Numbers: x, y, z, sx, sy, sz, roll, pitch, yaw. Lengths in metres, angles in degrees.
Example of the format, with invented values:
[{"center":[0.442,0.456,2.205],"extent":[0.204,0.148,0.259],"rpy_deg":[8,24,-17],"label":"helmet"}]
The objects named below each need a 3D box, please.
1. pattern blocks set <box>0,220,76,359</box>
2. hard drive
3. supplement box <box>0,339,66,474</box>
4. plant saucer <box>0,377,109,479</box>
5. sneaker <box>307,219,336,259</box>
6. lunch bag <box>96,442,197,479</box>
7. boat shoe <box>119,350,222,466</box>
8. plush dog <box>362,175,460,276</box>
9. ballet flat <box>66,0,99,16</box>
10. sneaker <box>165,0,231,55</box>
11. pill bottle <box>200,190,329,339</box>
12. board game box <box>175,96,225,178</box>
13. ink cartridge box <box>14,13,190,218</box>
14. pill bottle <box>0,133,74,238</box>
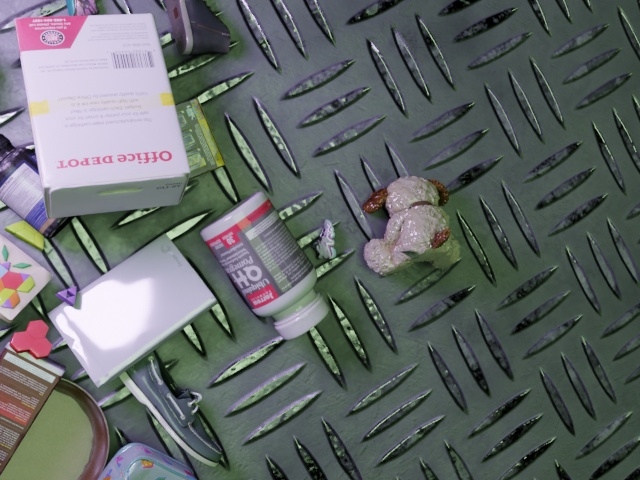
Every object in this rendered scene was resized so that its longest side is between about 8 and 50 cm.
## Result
[{"center":[-0.663,0.072,1.407],"extent":[0.324,0.026,0.285],"rpy_deg":[28,52,-20],"label":"pattern blocks set"},{"center":[-0.411,0.150,1.513],"extent":[0.307,0.040,0.203],"rpy_deg":[-37,76,-14],"label":"hard drive"},{"center":[-0.644,0.339,1.407],"extent":[0.130,0.073,0.239],"rpy_deg":[33,79,-14],"label":"supplement box"},{"center":[-0.616,0.439,1.477],"extent":[0.310,0.050,0.311],"rpy_deg":[0,90,-17],"label":"plant saucer"},{"center":[0.000,0.000,1.680],"extent":[0.069,0.038,0.098],"rpy_deg":[-7,91,-18],"label":"sneaker"},{"center":[-0.403,0.603,1.500],"extent":[0.224,0.108,0.279],"rpy_deg":[37,82,-31],"label":"lunch bag"},{"center":[-0.317,0.370,1.538],"extent":[0.099,0.116,0.319],"rpy_deg":[-42,96,-10],"label":"boat shoe"},{"center":[0.233,-0.057,1.693],"extent":[0.262,0.211,0.225],"rpy_deg":[-7,65,-19],"label":"plush dog"},{"center":[-0.540,-0.596,1.508],"extent":[0.079,0.077,0.222],"rpy_deg":[-22,101,-35],"label":"ballet flat"},{"center":[-0.284,-0.530,1.589],"extent":[0.118,0.083,0.222],"rpy_deg":[-6,84,-36],"label":"sneaker"},{"center":[-0.118,0.062,1.571],"extent":[0.176,0.176,0.319],"rpy_deg":[-36,99,-15],"label":"pill bottle"},{"center":[-0.317,-0.225,1.579],"extent":[0.141,0.048,0.170],"rpy_deg":[-24,96,-18],"label":"board game box"},{"center":[-0.450,-0.257,1.411],"extent":[0.279,0.160,0.385],"rpy_deg":[-8,71,-22],"label":"ink cartridge box"},{"center":[-0.615,-0.116,1.445],"extent":[0.219,0.123,0.123],"rpy_deg":[43,78,-12],"label":"pill bottle"}]
